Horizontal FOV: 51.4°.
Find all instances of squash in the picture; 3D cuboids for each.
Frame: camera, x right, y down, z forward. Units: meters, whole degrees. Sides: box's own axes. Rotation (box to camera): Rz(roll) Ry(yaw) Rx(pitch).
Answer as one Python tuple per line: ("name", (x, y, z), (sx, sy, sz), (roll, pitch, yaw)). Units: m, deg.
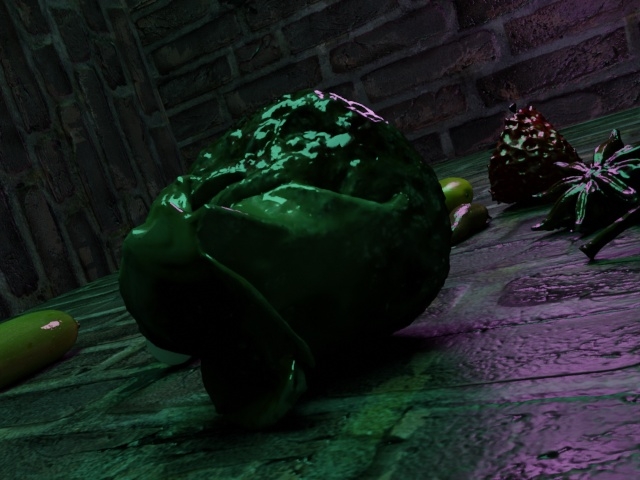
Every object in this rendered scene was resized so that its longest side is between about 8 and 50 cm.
("squash", (-0.652, 0.233, 1.484), (0.133, 0.132, 0.247), (-13, 7, 36))

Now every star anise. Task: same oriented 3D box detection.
("star anise", (0.487, -0.085, 1.134), (0.272, 0.102, 0.272), (-38, 19, 15))

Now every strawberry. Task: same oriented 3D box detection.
("strawberry", (0.493, -0.177, 1.464), (0.234, 0.233, 0.178), (-24, 32, -37))

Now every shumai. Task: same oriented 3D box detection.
("shumai", (-0.079, 0.014, 0.801), (0.395, 0.394, 0.348), (-13, 7, 35))

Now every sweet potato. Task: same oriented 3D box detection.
("sweet potato", (0.289, -0.038, 1.372), (0.068, 0.068, 0.226), (-11, 11, 46))

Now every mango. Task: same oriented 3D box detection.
("mango", (0.314, -0.107, 1.720), (0.163, 0.089, 0.117), (-19, 20, 15))

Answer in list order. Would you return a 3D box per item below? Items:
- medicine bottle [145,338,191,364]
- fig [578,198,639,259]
("medicine bottle", (-0.229, 0.144, 1.167), (0.103, 0.102, 0.186), (-17, 7, 12))
("fig", (0.503, -0.060, 0.878), (0.290, 0.191, 0.190), (-59, 3, 9))
